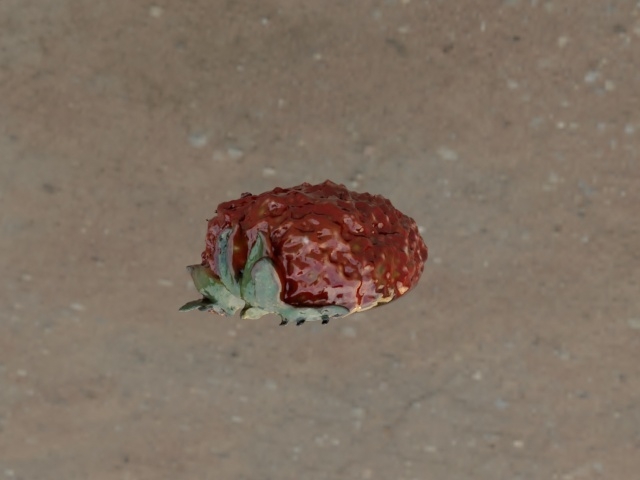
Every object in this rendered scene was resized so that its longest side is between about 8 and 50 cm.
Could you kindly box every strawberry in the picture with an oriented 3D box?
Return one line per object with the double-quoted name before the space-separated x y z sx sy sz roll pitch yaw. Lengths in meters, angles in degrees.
"strawberry" 0.014 0.000 1.061 0.228 0.098 0.174 -12 -169 -35
